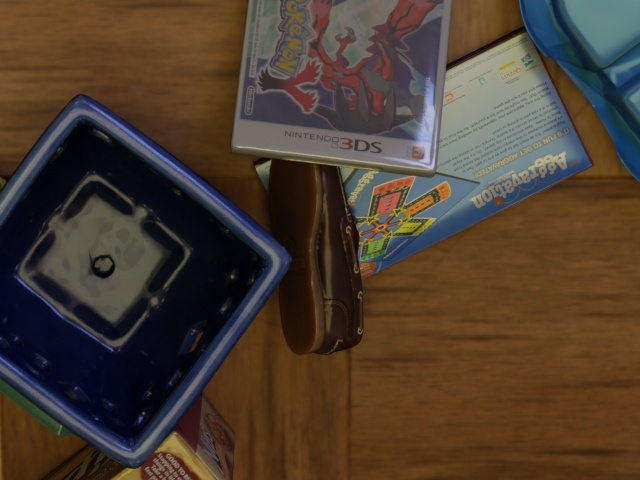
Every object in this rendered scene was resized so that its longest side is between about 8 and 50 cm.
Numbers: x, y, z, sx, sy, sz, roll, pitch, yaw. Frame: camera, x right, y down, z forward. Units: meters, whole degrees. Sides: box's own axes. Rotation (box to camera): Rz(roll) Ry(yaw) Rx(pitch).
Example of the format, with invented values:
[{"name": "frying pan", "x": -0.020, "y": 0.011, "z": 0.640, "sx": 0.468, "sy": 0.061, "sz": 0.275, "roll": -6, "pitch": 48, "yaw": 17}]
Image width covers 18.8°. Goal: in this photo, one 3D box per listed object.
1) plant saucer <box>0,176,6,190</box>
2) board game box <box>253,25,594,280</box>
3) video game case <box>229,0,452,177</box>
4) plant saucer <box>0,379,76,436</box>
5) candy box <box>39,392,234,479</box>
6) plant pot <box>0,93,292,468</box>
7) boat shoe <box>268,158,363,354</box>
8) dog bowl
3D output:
[{"name": "plant saucer", "x": -0.409, "y": -0.028, "z": 1.776, "sx": 0.188, "sy": 0.045, "sz": 0.188, "roll": 32, "pitch": 100, "yaw": -8}, {"name": "board game box", "x": 0.095, "y": -0.071, "z": 1.790, "sx": 0.281, "sy": 0.027, "sz": 0.145, "roll": -26, "pitch": 101, "yaw": 5}, {"name": "video game case", "x": 0.021, "y": -0.164, "z": 1.725, "sx": 0.183, "sy": 0.023, "sz": 0.201, "roll": 7, "pitch": 75, "yaw": -3}, {"name": "plant saucer", "x": -0.287, "y": 0.117, "z": 1.788, "sx": 0.067, "sy": 0.018, "sz": 0.192, "roll": -19, "pitch": 127, "yaw": 44}, {"name": "candy box", "x": -0.226, "y": 0.267, "z": 1.777, "sx": 0.316, "sy": 0.183, "sz": 0.087, "roll": -37, "pitch": 102, "yaw": 6}, {"name": "plant pot", "x": -0.190, "y": 0.026, "z": 1.698, "sx": 0.236, "sy": 0.212, "sz": 0.236, "roll": 37, "pitch": 90, "yaw": -11}, {"name": "boat shoe", "x": 0.000, "y": 0.000, "z": 1.758, "sx": 0.073, "sy": 0.073, "sz": 0.207, "roll": -5, "pitch": 95, "yaw": -37}, {"name": "dog bowl", "x": 0.297, "y": -0.176, "z": 1.749, "sx": 0.166, "sy": 0.074, "sz": 0.297, "roll": -37, "pitch": 102, "yaw": 7}]
